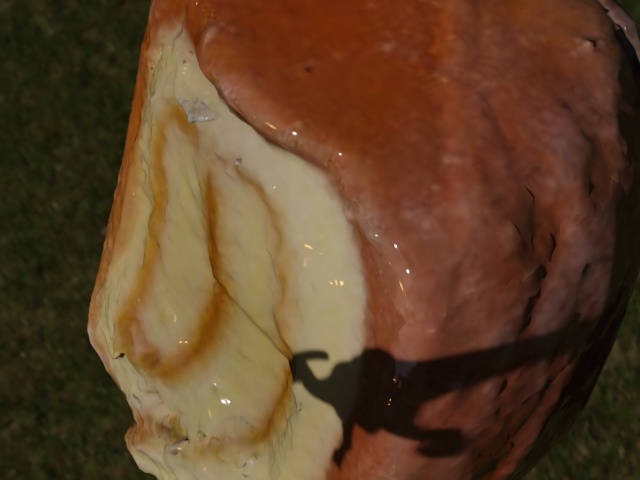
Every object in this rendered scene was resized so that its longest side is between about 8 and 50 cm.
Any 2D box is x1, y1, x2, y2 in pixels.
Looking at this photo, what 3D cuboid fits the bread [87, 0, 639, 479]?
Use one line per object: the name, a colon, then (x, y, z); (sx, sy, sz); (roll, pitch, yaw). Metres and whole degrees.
bread: (0.007, 0.009, 0.513); (0.123, 0.244, 0.190); (-20, 53, -31)
